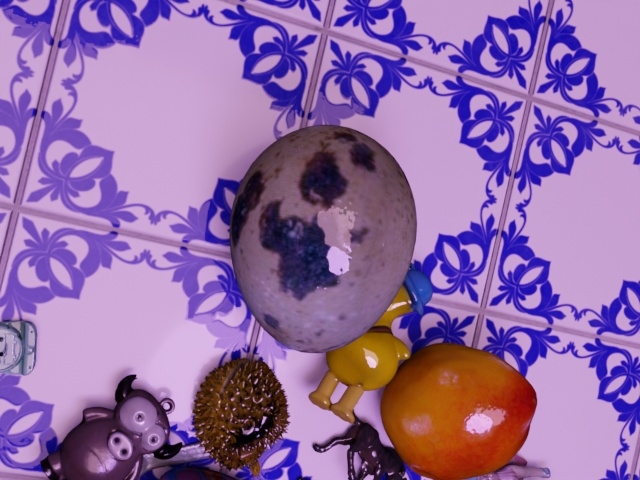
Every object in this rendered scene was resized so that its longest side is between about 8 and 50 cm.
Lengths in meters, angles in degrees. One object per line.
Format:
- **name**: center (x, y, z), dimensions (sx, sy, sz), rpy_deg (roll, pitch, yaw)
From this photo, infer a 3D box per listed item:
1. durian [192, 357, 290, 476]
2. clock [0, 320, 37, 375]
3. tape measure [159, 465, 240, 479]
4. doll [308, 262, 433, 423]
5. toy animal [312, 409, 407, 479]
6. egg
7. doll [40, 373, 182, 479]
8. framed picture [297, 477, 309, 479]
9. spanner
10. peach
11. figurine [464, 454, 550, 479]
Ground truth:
- **durian**: center (-0.148, 0.356, 1.379), dimensions (0.194, 0.138, 0.237), rpy_deg (-19, 93, -16)
- **clock**: center (-0.595, 0.200, 1.302), dimensions (0.135, 0.041, 0.101), rpy_deg (1, 92, -16)
- **tape measure**: center (-0.205, 0.528, 1.331), dimensions (0.245, 0.231, 0.149), rpy_deg (19, 87, -15)
- **doll**: center (0.102, 0.189, 1.453), dimensions (0.199, 0.145, 0.363), rpy_deg (22, 65, 26)
- **toy animal**: center (0.095, 0.460, 1.503), dimensions (0.148, 0.084, 0.232), rpy_deg (-36, 96, -32)
- **egg**: center (0.000, 0.000, 1.313), dimensions (0.345, 0.345, 0.427), rpy_deg (9, 105, -16)
- **doll**: center (-0.389, 0.378, 1.331), dimensions (0.257, 0.117, 0.182), rpy_deg (-31, 94, -10)
- **framed picture**: center (0.006, 0.705, 1.510), dimensions (0.265, 0.016, 0.347), rpy_deg (22, 87, -15)
- **spanner**: center (-0.249, 0.424, 1.424), dimensions (0.302, 0.017, 0.071), rpy_deg (-7, 94, -16)
- **peach**: center (0.275, 0.345, 1.417), dimensions (0.289, 0.308, 0.288), rpy_deg (-4, 100, -24)
- **figurine**: center (0.400, 0.554, 1.565), dimensions (0.260, 0.103, 0.205), rpy_deg (8, 65, -20)
